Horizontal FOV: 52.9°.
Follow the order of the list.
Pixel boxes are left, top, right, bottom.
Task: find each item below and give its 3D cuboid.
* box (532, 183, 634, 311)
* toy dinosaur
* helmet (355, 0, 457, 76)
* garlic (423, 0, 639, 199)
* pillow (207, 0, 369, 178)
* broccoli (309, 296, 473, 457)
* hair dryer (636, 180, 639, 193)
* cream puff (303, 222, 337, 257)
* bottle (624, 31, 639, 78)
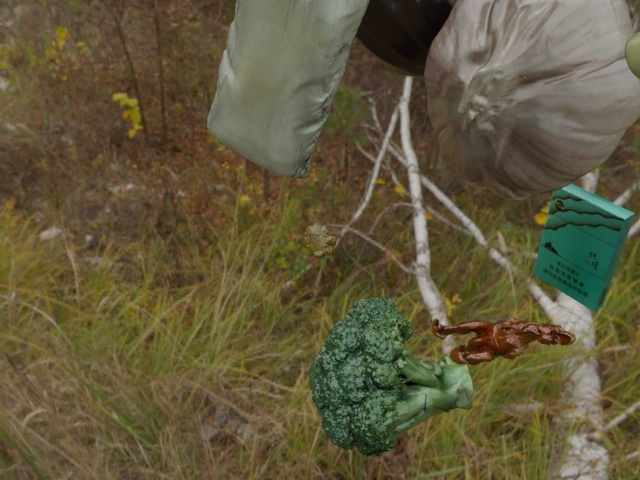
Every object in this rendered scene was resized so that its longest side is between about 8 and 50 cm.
[{"bbox_3d":[0.528,0.011,1.312,0.042,0.227,0.161,-22,41,-31],"label":"box"},{"bbox_3d":[0.331,0.215,1.360,0.208,0.432,0.097,3,77,-22],"label":"toy dinosaur"},{"bbox_3d":[0.132,-0.386,1.028,0.305,0.225,0.177,29,48,-27],"label":"helmet"},{"bbox_3d":[0.283,-0.202,0.882,0.259,0.318,0.317,-16,42,-44],"label":"garlic"},{"bbox_3d":[-0.041,-0.172,0.637,0.128,0.229,0.051,25,39,5],"label":"pillow"},{"bbox_3d":[0.114,0.231,1.061,0.269,0.270,0.270,4,40,4],"label":"broccoli"},{"bbox_3d":[0.547,0.000,0.817,0.237,0.076,0.206,18,24,-12],"label":"hair dryer"},{"bbox_3d":[0.000,0.000,1.555,0.083,0.083,0.058,11,5,18],"label":"cream puff"},{"bbox_3d":[0.306,-0.156,0.379,0.083,0.269,0.083,5,78,-27],"label":"bottle"}]
